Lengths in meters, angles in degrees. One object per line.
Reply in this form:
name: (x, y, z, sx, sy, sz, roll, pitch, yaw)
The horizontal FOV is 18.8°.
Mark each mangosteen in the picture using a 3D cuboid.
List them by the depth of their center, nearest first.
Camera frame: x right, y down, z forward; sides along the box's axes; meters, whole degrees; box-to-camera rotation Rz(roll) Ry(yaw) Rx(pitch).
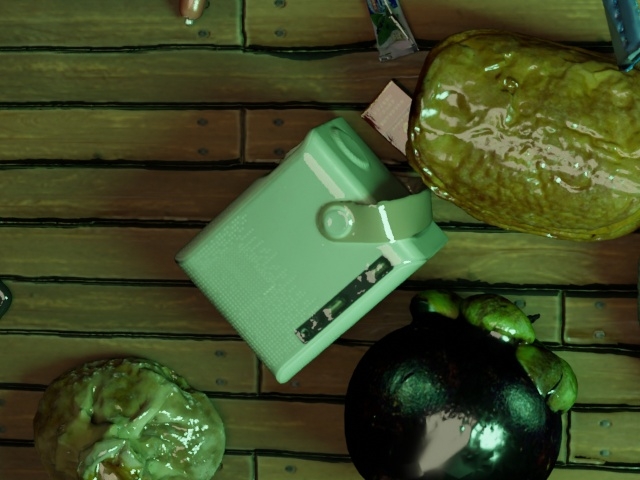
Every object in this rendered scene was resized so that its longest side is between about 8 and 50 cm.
mangosteen: (0.140, 0.165, 1.934, 0.243, 0.243, 0.243, 2, 99, 12)

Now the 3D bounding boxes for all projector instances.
projector: (0.000, 0.000, 1.959, 0.242, 0.163, 0.177, -41, 89, 19)

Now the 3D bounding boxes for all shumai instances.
shumai: (-0.215, 0.218, 2.049, 0.209, 0.153, 0.161, 18, 109, 6)

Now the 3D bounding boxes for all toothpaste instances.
toothpaste: (0.055, -0.268, 1.974, 0.045, 0.028, 0.170, -15, 99, 21)

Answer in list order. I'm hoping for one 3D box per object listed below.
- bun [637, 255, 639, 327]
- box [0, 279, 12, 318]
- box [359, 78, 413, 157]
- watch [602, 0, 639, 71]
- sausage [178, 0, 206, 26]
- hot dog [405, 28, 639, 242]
bun: (0.474, 0.056, 1.836, 0.362, 0.211, 0.362, 1, 96, 10)
box: (-0.416, 0.063, 2.131, 0.126, 0.027, 0.125, -43, 90, 14)
box: (0.088, -0.121, 1.990, 0.082, 0.023, 0.051, 42, 105, 4)
watch: (0.294, -0.319, 1.800, 0.068, 0.276, 0.274, -25, 93, 47)
sausage: (-0.118, -0.331, 2.000, 0.029, 0.029, 0.223, 13, 101, 10)
hot dog: (0.224, -0.105, 1.897, 0.272, 0.122, 0.196, 13, 85, 6)
